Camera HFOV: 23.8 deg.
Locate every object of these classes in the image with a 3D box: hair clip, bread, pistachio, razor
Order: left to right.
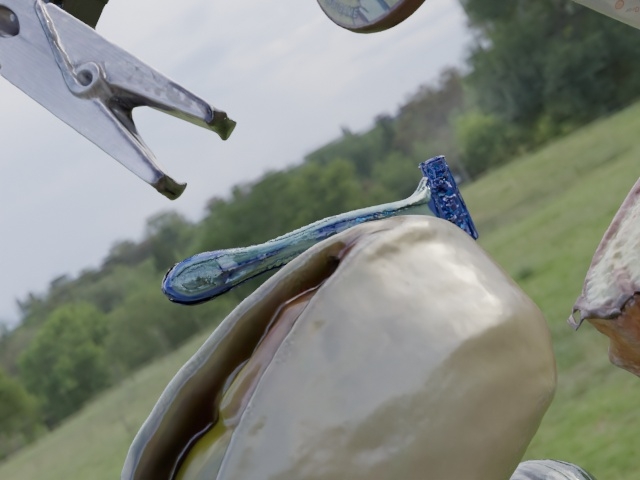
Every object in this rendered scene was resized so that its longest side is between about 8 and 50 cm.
[{"bbox_3d":[-0.245,-0.166,1.499,0.101,0.330,0.085,-57,-16,3],"label":"hair clip"},{"bbox_3d":[0.005,-0.004,1.405,0.324,0.093,0.056,-17,-11,-27],"label":"razor"},{"bbox_3d":[0.020,0.098,0.873,0.166,0.197,0.288,15,40,41],"label":"pistachio"},{"bbox_3d":[0.307,0.006,1.208,0.244,0.123,0.190,-49,23,-2],"label":"bread"}]

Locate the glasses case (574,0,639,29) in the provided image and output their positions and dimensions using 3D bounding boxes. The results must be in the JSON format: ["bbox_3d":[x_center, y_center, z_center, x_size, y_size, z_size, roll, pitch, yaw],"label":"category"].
[{"bbox_3d":[0.255,-0.222,1.299,0.164,0.063,0.041,15,14,-37],"label":"glasses case"}]

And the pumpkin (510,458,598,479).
[{"bbox_3d":[0.261,0.386,1.900,0.250,0.216,0.250,-40,-4,-3],"label":"pumpkin"}]

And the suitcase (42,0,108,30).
[{"bbox_3d":[-0.344,-0.383,1.917,0.206,0.066,0.285,-66,-25,-2],"label":"suitcase"}]

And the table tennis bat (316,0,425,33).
[{"bbox_3d":[0.063,-0.316,1.198,0.038,0.310,0.200,5,9,-36],"label":"table tennis bat"}]
